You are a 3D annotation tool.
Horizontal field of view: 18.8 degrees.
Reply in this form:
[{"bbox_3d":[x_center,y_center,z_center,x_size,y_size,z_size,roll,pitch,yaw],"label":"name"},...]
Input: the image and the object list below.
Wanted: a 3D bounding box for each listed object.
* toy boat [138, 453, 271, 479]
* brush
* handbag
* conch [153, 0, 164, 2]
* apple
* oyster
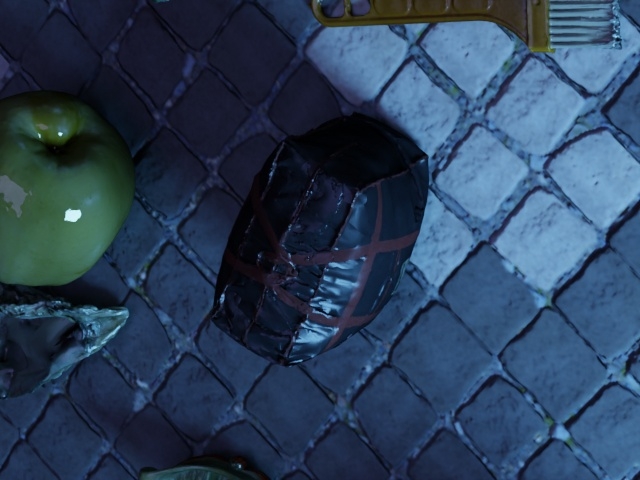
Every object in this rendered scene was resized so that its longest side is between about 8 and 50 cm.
[{"bbox_3d":[-0.094,0.263,1.956,0.185,0.071,0.089,19,111,26],"label":"toy boat"},{"bbox_3d":[0.123,-0.212,1.732,0.314,0.017,0.090,3,102,32],"label":"brush"},{"bbox_3d":[0.000,0.000,1.770,0.155,0.169,0.215,31,116,21],"label":"handbag"},{"bbox_3d":[-0.085,-0.302,1.764,0.196,0.134,0.202,45,120,16],"label":"conch"},{"bbox_3d":[-0.276,-0.050,1.922,0.200,0.200,0.200,9,107,30],"label":"apple"},{"bbox_3d":[-0.344,0.090,2.057,0.199,0.087,0.252,46,129,2],"label":"oyster"}]
